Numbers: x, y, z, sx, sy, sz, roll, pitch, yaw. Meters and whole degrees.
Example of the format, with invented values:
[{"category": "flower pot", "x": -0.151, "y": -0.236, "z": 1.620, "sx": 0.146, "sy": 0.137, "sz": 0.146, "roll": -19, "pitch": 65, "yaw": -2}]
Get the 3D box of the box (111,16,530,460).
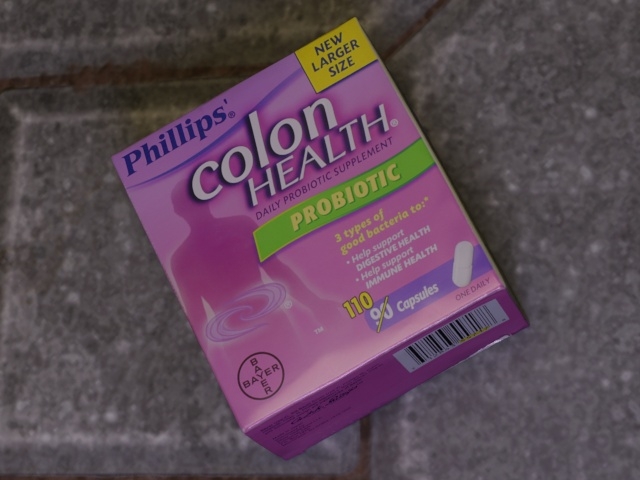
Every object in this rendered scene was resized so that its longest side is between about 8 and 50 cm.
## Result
[{"category": "box", "x": 0.000, "y": 0.000, "z": 1.435, "sx": 0.214, "sy": 0.117, "sz": 0.243, "roll": -29, "pitch": 68, "yaw": 5}]
